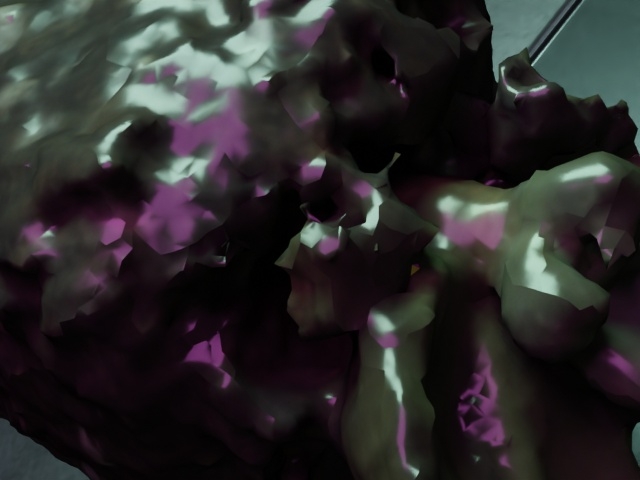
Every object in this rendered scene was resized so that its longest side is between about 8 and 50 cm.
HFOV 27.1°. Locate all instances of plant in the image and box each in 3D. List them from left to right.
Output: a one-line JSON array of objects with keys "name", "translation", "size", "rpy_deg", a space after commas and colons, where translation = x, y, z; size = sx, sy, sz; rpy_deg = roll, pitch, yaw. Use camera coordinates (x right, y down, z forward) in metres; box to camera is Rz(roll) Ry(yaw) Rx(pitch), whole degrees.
[{"name": "plant", "translation": [0.000, 0.000, 0.461], "size": [0.312, 0.213, 0.215], "rpy_deg": [14, 58, 46]}]
